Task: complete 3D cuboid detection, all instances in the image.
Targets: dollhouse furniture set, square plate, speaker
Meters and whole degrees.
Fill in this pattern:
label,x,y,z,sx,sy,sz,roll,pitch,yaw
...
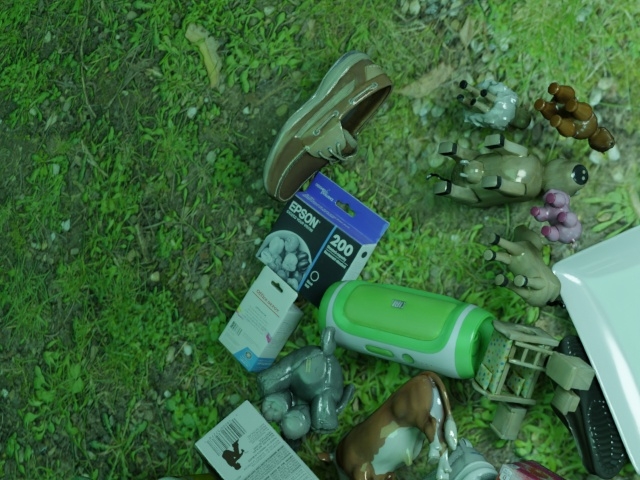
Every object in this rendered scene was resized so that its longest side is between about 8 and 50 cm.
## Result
label,x,y,z,sx,sy,sz,roll,pitch,yaw
dollhouse furniture set,0.302,0.237,1.352,0.161,0.101,0.182,-135,59,-64
square plate,0.553,0.120,1.293,0.347,0.049,0.344,-29,67,27
speaker,0.145,0.147,1.520,0.296,0.131,0.131,10,87,35

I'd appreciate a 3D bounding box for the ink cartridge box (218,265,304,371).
label,x,y,z,sx,sy,sz,roll,pitch,yaw
ink cartridge box,-0.105,0.151,1.728,0.104,0.061,0.181,41,105,32

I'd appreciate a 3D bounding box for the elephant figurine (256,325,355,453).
label,x,y,z,sx,sy,sz,roll,pitch,yaw
elephant figurine,-0.026,0.279,1.595,0.186,0.239,0.169,-19,72,1

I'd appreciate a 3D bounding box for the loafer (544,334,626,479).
label,x,y,z,sx,sy,sz,roll,pitch,yaw
loafer,0.399,0.258,1.367,0.078,0.080,0.220,-42,48,47

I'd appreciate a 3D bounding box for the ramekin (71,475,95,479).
label,x,y,z,sx,sy,sz,roll,pitch,yaw
ramekin,-0.413,0.614,1.738,0.303,0.148,0.303,-32,54,59

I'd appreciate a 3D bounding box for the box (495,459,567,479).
label,x,y,z,sx,sy,sz,roll,pitch,yaw
box,0.370,0.441,1.314,0.257,0.122,0.128,27,96,35

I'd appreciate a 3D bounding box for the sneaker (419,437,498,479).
label,x,y,z,sx,sy,sz,roll,pitch,yaw
sneaker,0.191,0.448,1.472,0.281,0.105,0.115,-53,27,18

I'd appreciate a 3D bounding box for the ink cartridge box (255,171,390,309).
label,x,y,z,sx,sy,sz,roll,pitch,yaw
ink cartridge box,0.000,0.000,1.696,0.206,0.045,0.208,38,102,34

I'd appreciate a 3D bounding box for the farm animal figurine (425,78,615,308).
label,x,y,z,sx,sy,sz,roll,pitch,yaw
farm animal figurine,0.324,-0.077,1.423,0.327,0.172,0.330,22,94,49

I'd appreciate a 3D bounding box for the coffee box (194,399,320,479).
label,x,y,z,sx,sy,sz,roll,pitch,yaw
coffee box,-0.059,0.424,1.458,0.119,0.168,0.297,-39,67,-17

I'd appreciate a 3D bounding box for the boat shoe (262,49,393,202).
label,x,y,z,sx,sy,sz,roll,pitch,yaw
boat shoe,0.013,-0.199,1.671,0.116,0.123,0.324,39,100,25

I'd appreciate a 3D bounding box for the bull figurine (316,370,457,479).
label,x,y,z,sx,sy,sz,roll,pitch,yaw
bull figurine,0.109,0.351,1.476,0.310,0.101,0.188,-54,36,30

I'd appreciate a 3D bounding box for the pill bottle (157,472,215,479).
label,x,y,z,sx,sy,sz,roll,pitch,yaw
pill bottle,-0.214,0.488,1.648,0.117,0.215,0.117,-7,77,33
